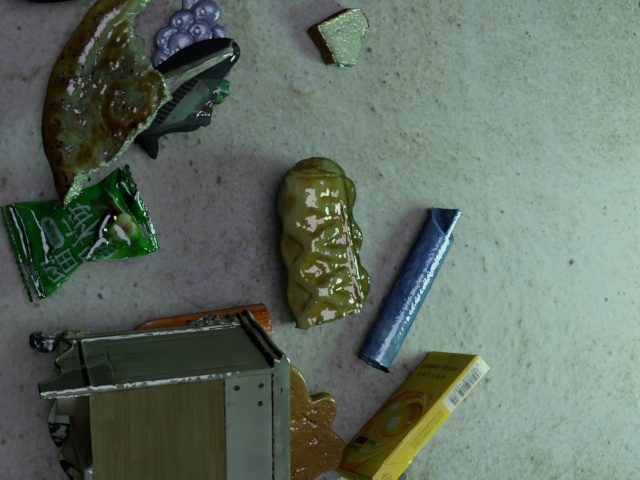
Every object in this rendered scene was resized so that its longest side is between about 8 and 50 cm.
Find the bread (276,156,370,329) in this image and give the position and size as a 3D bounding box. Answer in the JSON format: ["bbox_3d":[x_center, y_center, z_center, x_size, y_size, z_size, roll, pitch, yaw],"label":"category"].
[{"bbox_3d":[0.000,0.000,1.528,0.152,0.130,0.267,-11,93,-64],"label":"bread"}]

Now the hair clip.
[{"bbox_3d":[-0.201,-0.284,1.498,0.124,0.052,0.195,-5,98,-9],"label":"hair clip"}]

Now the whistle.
[{"bbox_3d":[0.158,0.077,1.635,0.062,0.062,0.304,33,75,-20],"label":"whistle"}]

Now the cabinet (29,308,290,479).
[{"bbox_3d":[-0.224,0.272,1.320,0.318,0.227,0.289,-5,105,-18],"label":"cabinet"}]

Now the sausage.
[{"bbox_3d":[-0.191,0.145,1.466,0.234,0.071,0.071,-7,91,-24],"label":"sausage"}]

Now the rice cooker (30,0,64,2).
[{"bbox_3d":[-0.374,-0.410,1.368,0.203,0.142,0.118,-9,79,-25],"label":"rice cooker"}]

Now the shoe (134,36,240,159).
[{"bbox_3d":[-0.208,-0.213,1.441,0.227,0.099,0.112,-29,119,4],"label":"shoe"}]

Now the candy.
[{"bbox_3d":[-0.348,-0.010,1.399,0.203,0.078,0.141,-20,85,-12],"label":"candy"}]

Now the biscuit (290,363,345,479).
[{"bbox_3d":[-0.066,0.287,1.524,0.184,0.035,0.249,-37,108,-9],"label":"biscuit"}]

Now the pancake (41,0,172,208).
[{"bbox_3d":[-0.307,-0.219,1.373,0.197,0.054,0.376,6,77,14],"label":"pancake"}]

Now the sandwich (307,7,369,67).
[{"bbox_3d":[0.042,-0.339,1.611,0.105,0.036,0.093,-36,102,-23],"label":"sandwich"}]

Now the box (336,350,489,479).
[{"bbox_3d":[0.145,0.289,1.570,0.269,0.152,0.043,-45,103,-21],"label":"box"}]
